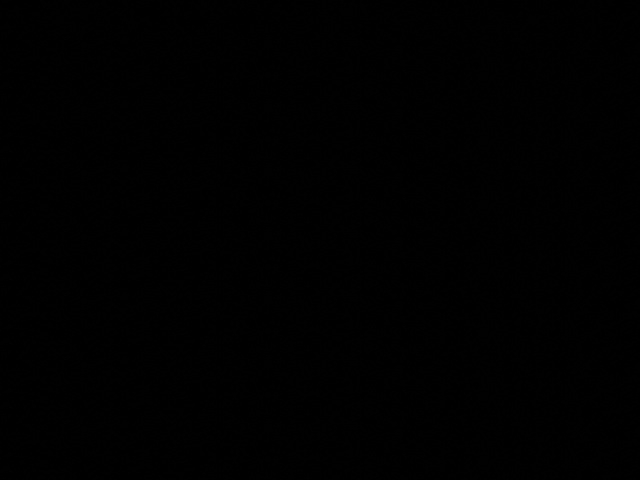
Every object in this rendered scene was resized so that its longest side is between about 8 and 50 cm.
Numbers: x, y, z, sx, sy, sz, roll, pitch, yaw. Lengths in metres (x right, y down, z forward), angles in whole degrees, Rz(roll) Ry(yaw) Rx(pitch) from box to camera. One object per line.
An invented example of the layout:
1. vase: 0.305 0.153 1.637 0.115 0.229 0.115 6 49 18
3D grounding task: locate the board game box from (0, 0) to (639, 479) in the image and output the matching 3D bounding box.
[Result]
1. board game box: -0.077 0.079 0.197 0.356 0.356 0.357 27 101 -37
